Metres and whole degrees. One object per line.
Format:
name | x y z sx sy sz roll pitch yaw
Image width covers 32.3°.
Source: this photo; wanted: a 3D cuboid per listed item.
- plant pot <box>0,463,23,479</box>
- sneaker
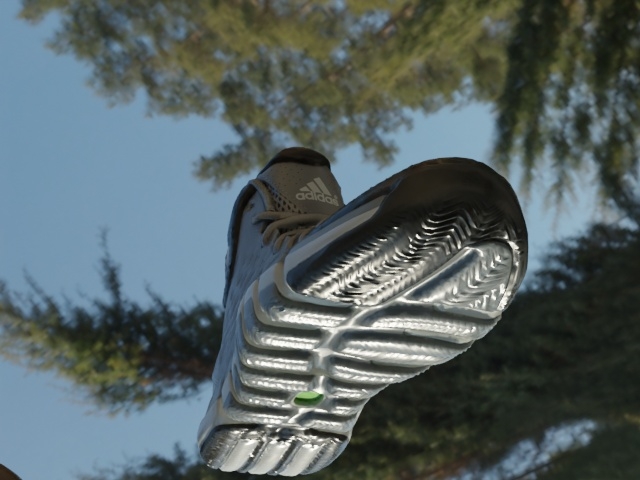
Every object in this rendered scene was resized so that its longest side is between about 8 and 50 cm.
plant pot | -0.376 0.335 0.948 0.263 0.263 0.229 31 -148 -37
sneaker | 0.000 0.000 0.453 0.086 0.229 0.132 12 -124 -21
